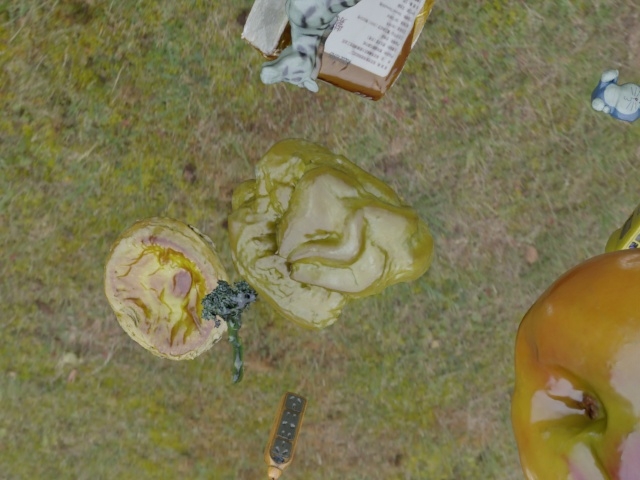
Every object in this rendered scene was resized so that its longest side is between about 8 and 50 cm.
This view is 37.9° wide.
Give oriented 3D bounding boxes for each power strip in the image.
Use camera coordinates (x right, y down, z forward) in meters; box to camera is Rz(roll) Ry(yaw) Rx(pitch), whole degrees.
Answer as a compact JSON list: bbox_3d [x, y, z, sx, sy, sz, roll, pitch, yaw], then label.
[{"bbox_3d":[-0.063,0.343,1.627,0.049,0.178,0.028,21,142,-6],"label":"power strip"}]

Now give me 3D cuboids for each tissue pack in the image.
[{"bbox_3d":[0.031,-0.294,1.205,0.226,0.092,0.183,11,114,-49],"label":"tissue pack"}]

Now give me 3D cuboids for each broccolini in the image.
[{"bbox_3d":[-0.126,0.144,1.332,0.071,0.057,0.254,25,144,19],"label":"broccolini"}]

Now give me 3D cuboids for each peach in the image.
[{"bbox_3d":[0.153,0.070,0.398,0.138,0.138,0.138,-2,118,-4],"label":"peach"}]

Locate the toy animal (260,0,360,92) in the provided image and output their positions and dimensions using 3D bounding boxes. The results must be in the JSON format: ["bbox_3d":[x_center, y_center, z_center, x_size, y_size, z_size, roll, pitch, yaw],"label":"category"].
[{"bbox_3d":[-0.008,-0.292,1.038,0.170,0.089,0.255,21,131,-36],"label":"toy animal"}]

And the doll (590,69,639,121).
[{"bbox_3d":[0.456,-0.219,1.423,0.083,0.050,0.076,19,82,-2],"label":"doll"}]

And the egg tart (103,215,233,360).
[{"bbox_3d":[-0.286,0.089,1.824,0.295,0.116,0.294,7,108,21],"label":"egg tart"}]

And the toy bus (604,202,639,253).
[{"bbox_3d":[0.681,-0.010,1.858,0.151,0.145,0.331,29,135,4],"label":"toy bus"}]

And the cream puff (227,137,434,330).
[{"bbox_3d":[0.007,0.004,1.488,0.323,0.274,0.269,34,85,-10],"label":"cream puff"}]
